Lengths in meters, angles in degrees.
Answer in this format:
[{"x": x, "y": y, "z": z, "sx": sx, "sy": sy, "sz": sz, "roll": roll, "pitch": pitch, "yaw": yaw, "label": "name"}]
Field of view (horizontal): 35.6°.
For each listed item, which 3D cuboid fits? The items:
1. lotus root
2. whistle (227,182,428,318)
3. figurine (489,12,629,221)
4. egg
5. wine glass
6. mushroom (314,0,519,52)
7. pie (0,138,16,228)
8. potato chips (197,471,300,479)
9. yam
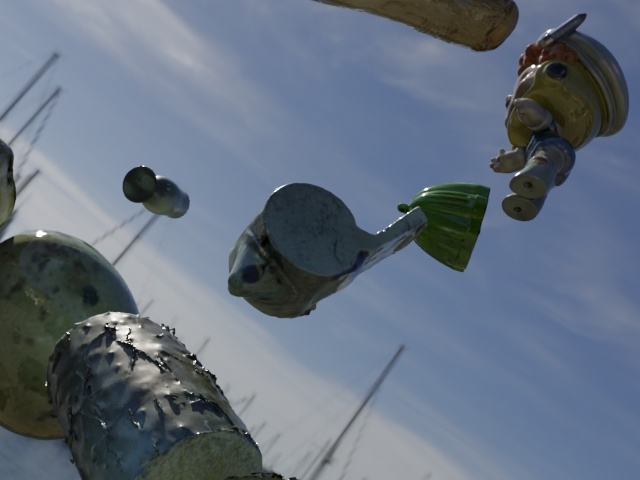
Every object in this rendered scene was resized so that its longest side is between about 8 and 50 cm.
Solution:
[{"x": 0.233, "y": -0.043, "z": 1.981, "sx": 0.186, "sy": 0.186, "sz": 0.186, "roll": 36, "pitch": -14, "yaw": 10, "label": "lotus root"}, {"x": 0.019, "y": 0.025, "z": 1.765, "sx": 0.405, "sy": 0.188, "sz": 0.168, "roll": 5, "pitch": -32, "yaw": -27, "label": "whistle"}, {"x": 0.390, "y": -0.172, "z": 1.653, "sx": 0.205, "sy": 0.381, "sz": 0.224, "roll": 19, "pitch": -28, "yaw": 10, "label": "figurine"}, {"x": -0.509, "y": 0.176, "z": 1.881, "sx": 0.345, "sy": 0.345, "sz": 0.428, "roll": 27, "pitch": -53, "yaw": 38, "label": "egg"}, {"x": -0.383, "y": -0.109, "z": 2.354, "sx": 0.093, "sy": 0.093, "sz": 0.202, "roll": 33, "pitch": 1, "yaw": 19, "label": "wine glass"}, {"x": 0.097, "y": -0.336, "z": 1.353, "sx": 0.351, "sy": 0.095, "sz": 0.123, "roll": 15, "pitch": -22, "yaw": -11, "label": "mushroom"}, {"x": -0.674, "y": -0.062, "z": 1.759, "sx": 0.075, "sy": 0.337, "sz": 0.337, "roll": 32, "pitch": -15, "yaw": 22, "label": "pie"}, {"x": -0.053, "y": 0.279, "z": 1.033, "sx": 0.209, "sy": 0.142, "sz": 0.026, "roll": 19, "pitch": 43, "yaw": -36, "label": "potato chips"}, {"x": -0.239, "y": 0.264, "z": 1.369, "sx": 0.348, "sy": 0.241, "sz": 0.241, "roll": 47, "pitch": -3, "yaw": 47, "label": "yam"}]
